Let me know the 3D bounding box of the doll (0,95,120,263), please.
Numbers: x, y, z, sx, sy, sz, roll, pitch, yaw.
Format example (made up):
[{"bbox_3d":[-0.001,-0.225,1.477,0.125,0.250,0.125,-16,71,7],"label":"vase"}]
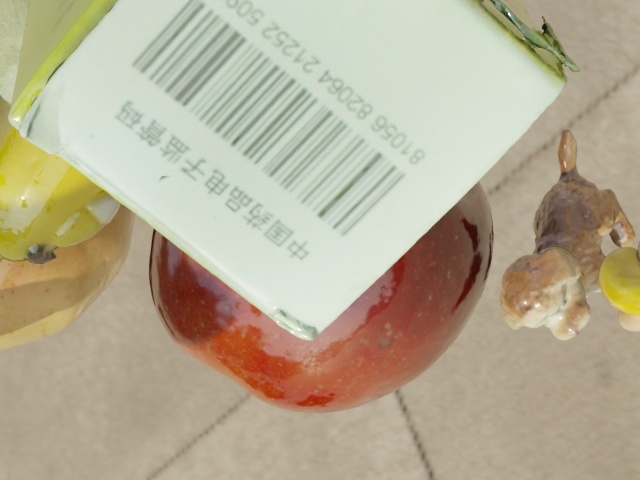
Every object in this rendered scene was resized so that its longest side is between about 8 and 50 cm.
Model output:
[{"bbox_3d":[-0.199,-0.174,1.607,0.423,0.161,0.348,-55,5,33],"label":"doll"}]

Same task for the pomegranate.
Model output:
[{"bbox_3d":[-0.359,-0.046,1.830,0.338,0.338,0.338,-13,71,41],"label":"pomegranate"}]

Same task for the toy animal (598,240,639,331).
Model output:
[{"bbox_3d":[0.292,0.036,1.403,0.091,0.082,0.114,2,51,56],"label":"toy animal"}]

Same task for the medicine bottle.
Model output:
[{"bbox_3d":[-0.021,-0.095,0.625,0.141,0.137,0.250,-45,22,14],"label":"medicine bottle"}]

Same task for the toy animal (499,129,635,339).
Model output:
[{"bbox_3d":[0.232,-0.001,1.656,0.104,0.185,0.184,-7,106,42],"label":"toy animal"}]

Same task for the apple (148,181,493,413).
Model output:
[{"bbox_3d":[0.000,0.000,1.050,0.201,0.218,0.218,-55,49,18],"label":"apple"}]

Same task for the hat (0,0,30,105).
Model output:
[{"bbox_3d":[-0.138,-0.176,1.235,0.257,0.257,0.130,-11,42,42],"label":"hat"}]
